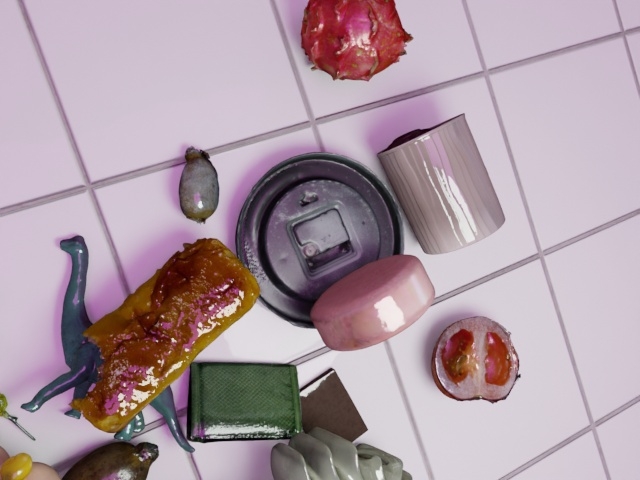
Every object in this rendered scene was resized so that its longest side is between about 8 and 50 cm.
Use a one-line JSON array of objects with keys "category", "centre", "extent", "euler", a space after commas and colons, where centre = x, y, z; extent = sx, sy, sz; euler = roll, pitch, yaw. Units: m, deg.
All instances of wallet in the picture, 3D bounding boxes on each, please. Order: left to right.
[{"category": "wallet", "centre": [-0.155, 0.334, 1.041], "extent": [0.236, 0.055, 0.160], "euler": [8, 59, -24]}]

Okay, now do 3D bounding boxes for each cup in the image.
[{"category": "cup", "centre": [0.281, -0.137, 1.163], "extent": [0.208, 0.288, 0.273], "euler": [-23, 98, 19]}]

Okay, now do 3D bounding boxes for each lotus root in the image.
[{"category": "lotus root", "centre": [-0.404, 0.453, 0.950], "extent": [0.209, 0.120, 0.120], "euler": [-28, 97, -12]}, {"category": "lotus root", "centre": [-0.250, -0.115, 1.034], "extent": [0.088, 0.088, 0.165], "euler": [2, 78, -18]}]

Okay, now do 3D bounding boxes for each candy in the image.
[{"category": "candy", "centre": [-0.578, 0.335, 0.941], "extent": [0.035, 0.035, 0.123], "euler": [-46, 110, -31]}, {"category": "candy", "centre": [0.100, 0.116, 0.979], "extent": [0.255, 0.255, 0.094], "euler": [-31, 99, -16]}]

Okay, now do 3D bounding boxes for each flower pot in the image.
[{"category": "flower pot", "centre": [0.024, 0.523, 0.998], "extent": [0.367, 0.164, 0.254], "euler": [37, 68, -38]}]

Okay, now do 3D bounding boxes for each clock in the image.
[{"category": "clock", "centre": [0.000, 0.000, 1.111], "extent": [0.386, 0.076, 0.386], "euler": [1, 88, -18]}]

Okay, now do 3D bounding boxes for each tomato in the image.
[{"category": "tomato", "centre": [0.353, 0.281, 1.199], "extent": [0.228, 0.112, 0.199], "euler": [12, 77, -16]}]

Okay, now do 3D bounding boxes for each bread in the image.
[{"category": "bread", "centre": [-0.293, 0.159, 0.918], "extent": [0.185, 0.109, 0.380], "euler": [44, 68, 4]}]

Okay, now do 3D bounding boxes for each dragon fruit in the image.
[{"category": "dragon fruit", "centre": [0.086, -0.447, 1.093], "extent": [0.268, 0.210, 0.205], "euler": [2, 105, -23]}]

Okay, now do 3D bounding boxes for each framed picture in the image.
[{"category": "framed picture", "centre": [0.016, 0.394, 1.132], "extent": [0.128, 0.023, 0.168], "euler": [-31, 98, -16]}]

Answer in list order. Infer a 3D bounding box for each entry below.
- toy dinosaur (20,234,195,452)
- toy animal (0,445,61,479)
[{"category": "toy dinosaur", "centre": [-0.374, 0.201, 0.983], "extent": [0.383, 0.129, 0.331], "euler": [22, 73, -17]}, {"category": "toy animal", "centre": [-0.547, 0.429, 0.852], "extent": [0.248, 0.149, 0.165], "euler": [15, 74, 19]}]
